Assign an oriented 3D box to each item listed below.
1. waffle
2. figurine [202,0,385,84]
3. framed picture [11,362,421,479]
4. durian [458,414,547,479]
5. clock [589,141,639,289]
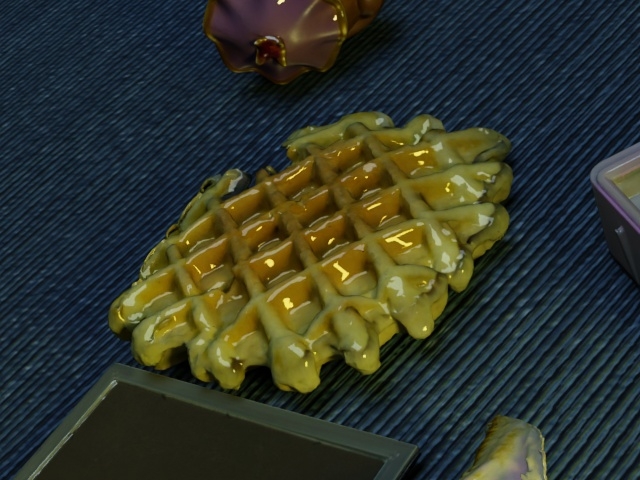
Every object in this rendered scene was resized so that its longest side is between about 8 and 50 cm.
[{"bbox_3d":[-0.001,-0.002,0.982,0.250,0.056,0.261,-1,37,31],"label":"waffle"},{"bbox_3d":[-0.022,-0.236,1.226,0.189,0.142,0.263,-45,27,30],"label":"figurine"},{"bbox_3d":[-0.091,0.165,0.861,0.252,0.014,0.197,11,49,40],"label":"framed picture"},{"bbox_3d":[0.078,0.167,0.711,0.140,0.078,0.224,-20,23,29],"label":"durian"},{"bbox_3d":[0.253,-0.002,0.821,0.150,0.063,0.197,-27,36,-2],"label":"clock"}]
